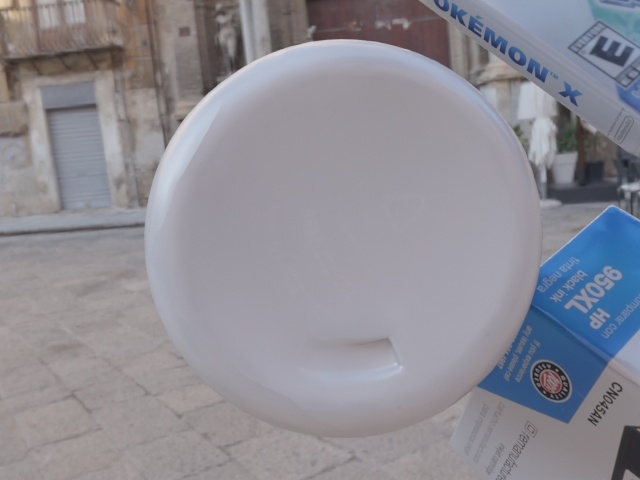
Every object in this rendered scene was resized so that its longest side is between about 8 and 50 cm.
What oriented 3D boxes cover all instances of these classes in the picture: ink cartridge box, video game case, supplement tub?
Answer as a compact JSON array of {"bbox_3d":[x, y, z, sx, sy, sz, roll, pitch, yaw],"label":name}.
[{"bbox_3d":[0.333,0.204,0.574,0.166,0.285,0.395,-33,56,-29],"label":"ink cartridge box"},{"bbox_3d":[0.205,-0.248,0.461,0.329,0.300,0.036,-40,-22,-14],"label":"video game case"},{"bbox_3d":[0.000,0.000,0.509,0.228,0.228,0.316,-6,0,-7],"label":"supplement tub"}]
